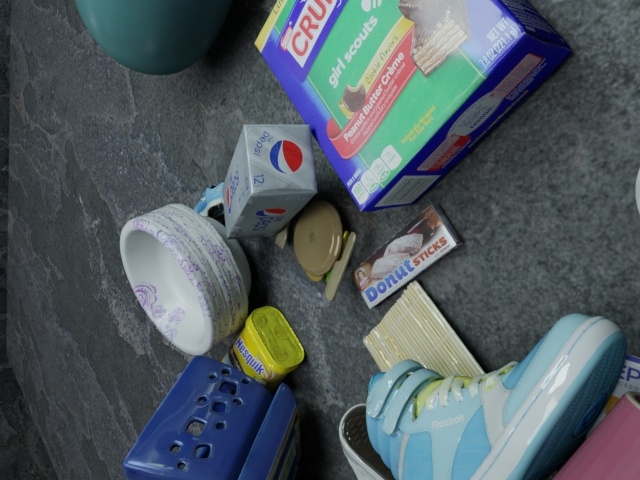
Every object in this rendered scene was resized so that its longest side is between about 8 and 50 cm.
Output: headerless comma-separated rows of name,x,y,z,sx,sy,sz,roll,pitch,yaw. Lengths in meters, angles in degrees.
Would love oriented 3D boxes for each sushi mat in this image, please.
sushi mat,0.165,0.213,0.605,0.151,0.019,0.316,-59,45,31

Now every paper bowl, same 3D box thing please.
paper bowl,-0.247,0.066,0.922,0.284,0.148,0.284,23,127,33

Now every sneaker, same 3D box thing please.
sneaker,-0.220,-0.074,0.979,0.162,0.063,0.073,-22,58,46
sneaker,0.150,0.168,0.510,0.208,0.127,0.319,46,121,43
sneaker,0.139,0.357,0.661,0.290,0.106,0.123,46,156,23

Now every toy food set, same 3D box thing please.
toy food set,0.000,0.000,0.777,0.192,0.038,0.132,43,119,46

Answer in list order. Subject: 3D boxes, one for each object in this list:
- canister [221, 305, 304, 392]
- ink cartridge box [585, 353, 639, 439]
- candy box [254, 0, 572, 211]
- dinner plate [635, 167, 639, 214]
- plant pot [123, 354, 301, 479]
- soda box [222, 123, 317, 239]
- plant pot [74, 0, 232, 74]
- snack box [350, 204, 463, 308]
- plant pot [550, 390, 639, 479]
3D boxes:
canister,-0.115,0.224,0.894,0.126,0.073,0.170,54,131,24
ink cartridge box,0.392,0.288,0.395,0.324,0.071,0.330,16,106,45
candy box,0.083,-0.243,0.592,0.268,0.122,0.317,-48,61,39
dinner plate,0.359,-0.047,0.418,0.141,0.017,0.141,6,98,44
plant pot,-0.155,0.367,0.800,0.212,0.236,0.236,7,123,14
soda box,-0.090,-0.077,0.727,0.286,0.091,0.098,145,119,-69
plant pot,-0.298,-0.447,0.847,0.293,0.293,0.235,63,150,18
snack box,0.115,0.027,0.668,0.178,0.022,0.064,-45,65,39
plant pot,0.260,0.226,0.353,0.201,0.201,0.180,27,99,40
